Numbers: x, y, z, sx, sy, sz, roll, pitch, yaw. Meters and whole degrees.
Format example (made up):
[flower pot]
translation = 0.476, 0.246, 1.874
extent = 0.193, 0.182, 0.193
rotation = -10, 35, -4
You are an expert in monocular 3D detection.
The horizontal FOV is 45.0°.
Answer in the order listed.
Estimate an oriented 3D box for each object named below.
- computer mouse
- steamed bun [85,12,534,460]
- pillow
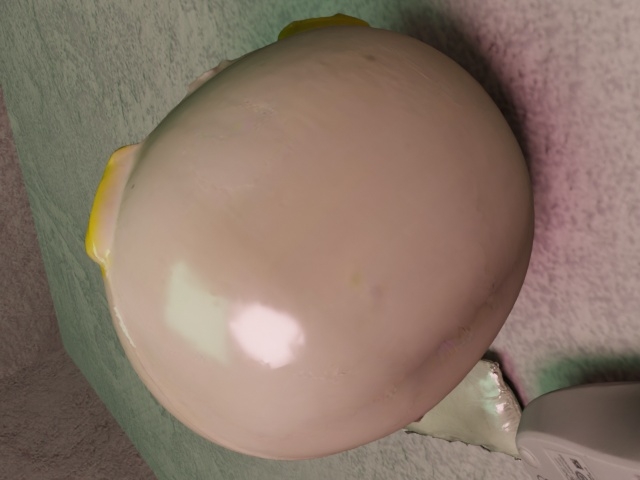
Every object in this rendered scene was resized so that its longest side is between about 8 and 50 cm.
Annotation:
[computer mouse]
translation = 0.285, 0.189, 0.627
extent = 0.184, 0.121, 0.297
rotation = 50, 165, 0
[steamed bun]
translation = 0.003, -0.002, 0.648
extent = 0.334, 0.374, 0.334
rotation = 34, 149, 24
[pillow]
translation = 0.145, 0.186, 0.905
extent = 0.229, 0.051, 0.128
rotation = -2, 114, 55
